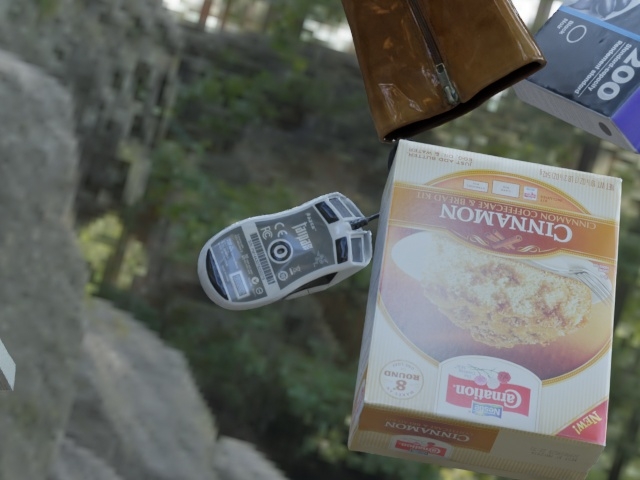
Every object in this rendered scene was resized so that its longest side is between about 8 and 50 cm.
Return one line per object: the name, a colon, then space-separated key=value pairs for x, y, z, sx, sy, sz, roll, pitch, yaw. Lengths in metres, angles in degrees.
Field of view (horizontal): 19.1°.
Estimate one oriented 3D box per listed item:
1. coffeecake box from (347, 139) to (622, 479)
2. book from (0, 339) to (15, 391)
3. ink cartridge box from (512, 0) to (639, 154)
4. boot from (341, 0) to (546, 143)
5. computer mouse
coffeecake box: x=0.101 y=0.043 z=1.149 sx=0.142 sy=0.185 sz=0.068 roll=10 pitch=-31 yaw=-2
book: x=-0.324 y=0.096 z=1.525 sx=0.144 sy=0.035 sz=0.096 roll=2 pitch=-20 yaw=1
ink cartridge box: x=0.279 y=-0.170 z=1.535 sx=0.045 sy=0.206 sz=0.208 roll=48 pitch=-9 yaw=-38
boot: x=0.105 y=-0.251 z=1.475 sx=0.264 sy=0.280 sz=0.096 roll=-30 pitch=-25 yaw=20
computer mouse: x=0.000 y=0.000 z=1.444 sx=0.193 sy=0.106 sz=0.042 roll=-19 pitch=-14 yaw=-4
